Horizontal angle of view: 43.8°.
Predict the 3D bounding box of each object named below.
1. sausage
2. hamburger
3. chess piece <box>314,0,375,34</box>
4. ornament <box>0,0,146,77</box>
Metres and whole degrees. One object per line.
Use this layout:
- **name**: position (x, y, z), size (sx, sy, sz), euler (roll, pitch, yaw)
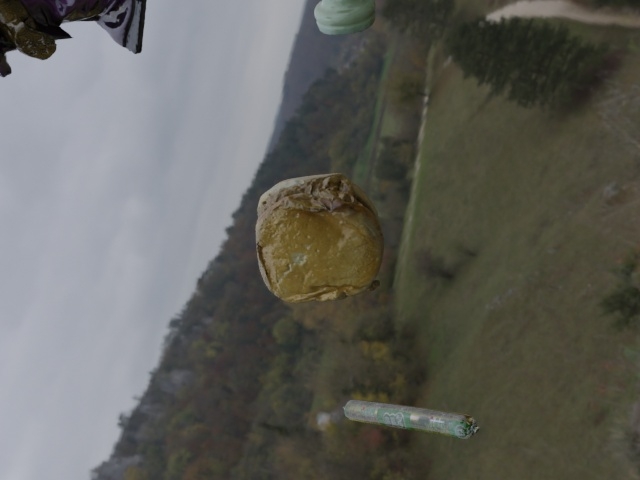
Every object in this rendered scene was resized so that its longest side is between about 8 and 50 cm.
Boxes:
- **sausage**: position (0.116, 0.242, 1.088), size (0.269, 0.033, 0.032), euler (-7, 64, 53)
- **hamburger**: position (0.000, 0.000, 0.867), size (0.083, 0.138, 0.147), euler (-86, -11, -57)
- **chess piece**: position (0.015, -0.266, 0.720), size (0.059, 0.059, 0.149), euler (-79, -16, -51)
- **ornament**: position (-0.233, -0.161, 0.609), size (0.203, 0.088, 0.081), euler (-40, -23, -35)
